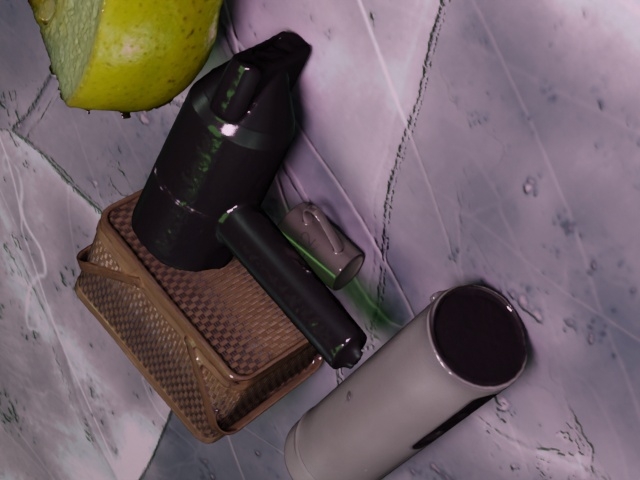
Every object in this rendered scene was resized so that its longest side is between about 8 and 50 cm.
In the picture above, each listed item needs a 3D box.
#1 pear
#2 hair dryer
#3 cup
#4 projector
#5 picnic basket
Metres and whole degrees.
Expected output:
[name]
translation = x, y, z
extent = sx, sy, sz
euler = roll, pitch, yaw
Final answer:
[pear]
translation = -0.173, -0.287, 1.416
extent = 0.292, 0.159, 0.292
euler = 8, 99, 59
[hair dryer]
translation = -0.034, -0.026, 1.426
extent = 0.302, 0.116, 0.244
euler = 48, 131, 23
[cup]
translation = 0.003, 0.000, 1.512
extent = 0.083, 0.054, 0.075
euler = 40, 122, 19
[projector]
translation = 0.075, 0.159, 1.490
extent = 0.108, 0.108, 0.337
euler = 53, 143, 8
[picnic basket]
translation = -0.123, 0.062, 1.601
extent = 0.267, 0.165, 0.139
euler = 48, 143, 15
